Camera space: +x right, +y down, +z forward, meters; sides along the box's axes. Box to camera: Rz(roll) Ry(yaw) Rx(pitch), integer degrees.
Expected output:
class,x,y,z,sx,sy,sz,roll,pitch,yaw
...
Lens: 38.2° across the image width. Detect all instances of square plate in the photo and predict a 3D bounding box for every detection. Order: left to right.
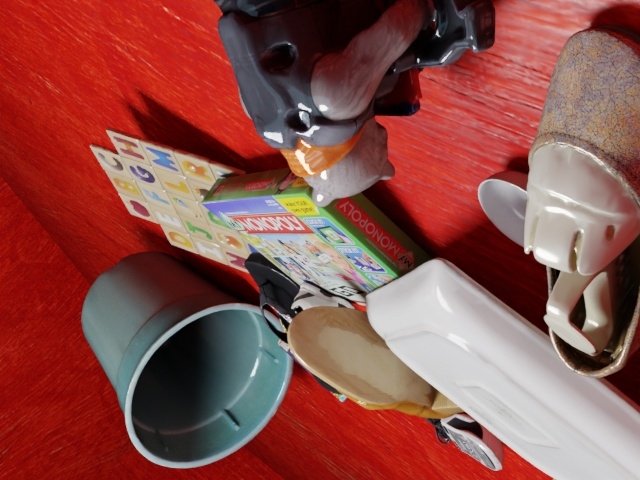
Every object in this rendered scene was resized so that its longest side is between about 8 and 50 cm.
class,x,y,z,sx,sy,sz,roll,pitch,yaw
square plate,0.200,0.159,0.927,0.347,0.049,0.344,39,167,-1

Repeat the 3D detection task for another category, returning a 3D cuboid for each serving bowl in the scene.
class,x,y,z,sx,sy,sz,roll,pitch,yaw
serving bowl,0.170,-0.028,0.755,0.083,0.027,0.083,39,161,16

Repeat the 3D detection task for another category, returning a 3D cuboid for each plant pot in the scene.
class,x,y,z,sx,sy,sz,roll,pitch,yaw
plant pot,-0.284,0.199,1.781,0.334,0.341,0.341,36,162,46

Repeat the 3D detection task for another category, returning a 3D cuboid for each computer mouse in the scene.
class,x,y,z,sx,sy,sz,roll,pitch,yaw
computer mouse,0.208,0.272,1.317,0.106,0.042,0.193,56,164,-20

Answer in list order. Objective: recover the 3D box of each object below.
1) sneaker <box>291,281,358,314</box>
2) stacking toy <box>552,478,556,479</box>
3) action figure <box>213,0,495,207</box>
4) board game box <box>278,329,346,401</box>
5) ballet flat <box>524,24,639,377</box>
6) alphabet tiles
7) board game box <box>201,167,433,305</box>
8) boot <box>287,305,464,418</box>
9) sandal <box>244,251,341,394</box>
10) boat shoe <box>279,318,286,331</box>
class,x,y,z,sx,sy,sz,roll,pitch,yaw
sneaker,0.009,0.092,1.187,0.109,0.044,0.040,20,157,38
stacking toy,0.372,0.367,1.093,0.221,0.052,0.167,42,179,9
action figure,-0.055,-0.171,0.694,0.330,0.178,0.341,59,156,-14
board game box,0.018,0.156,1.392,0.141,0.048,0.170,42,148,8
ballet flat,0.194,0.000,0.642,0.107,0.106,0.316,29,156,38
alphabet tiles,-0.168,-0.041,1.333,0.342,0.011,0.285,19,153,23
board game box,0.000,0.000,1.097,0.213,0.046,0.317,40,164,-21
boot,0.053,0.170,1.182,0.295,0.104,0.211,21,161,-22
sandal,-0.030,0.126,1.314,0.097,0.054,0.255,-6,121,52
boat shoe,-0.037,0.144,1.545,0.045,0.050,0.135,44,161,34
